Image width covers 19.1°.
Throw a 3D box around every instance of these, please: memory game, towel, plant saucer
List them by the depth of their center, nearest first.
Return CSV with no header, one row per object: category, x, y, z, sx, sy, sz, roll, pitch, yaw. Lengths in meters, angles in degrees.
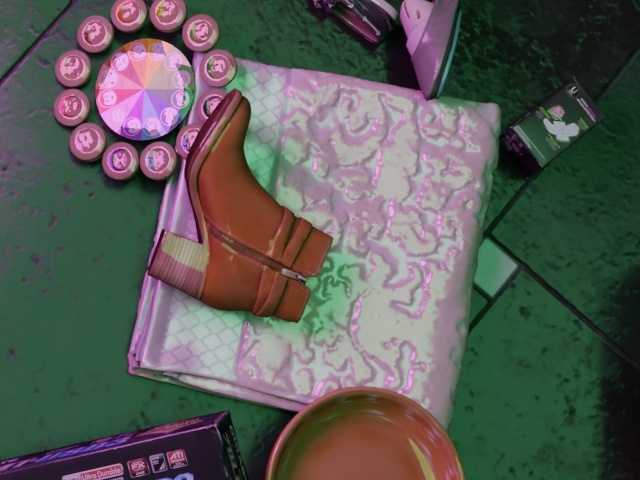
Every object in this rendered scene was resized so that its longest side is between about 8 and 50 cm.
plant saucer,0.039,0.235,1.739,0.200,0.037,0.200,5,77,-22
memory game,-0.167,-0.145,1.791,0.186,0.012,0.186,-2,81,13
towel,0.000,0.000,1.814,0.317,0.053,0.332,12,82,-8

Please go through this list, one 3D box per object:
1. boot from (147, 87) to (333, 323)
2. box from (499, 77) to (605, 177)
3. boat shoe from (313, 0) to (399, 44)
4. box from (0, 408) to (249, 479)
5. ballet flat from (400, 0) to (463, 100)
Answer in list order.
boot,-0.057,-0.028,1.742,0.152,0.073,0.197,19,101,-10
box,0.225,-0.110,1.856,0.083,0.062,0.052,-37,88,-11
boat shoe,0.016,-0.236,1.849,0.125,0.046,0.038,33,75,-12
box,-0.187,0.324,1.672,0.295,0.073,0.293,-14,94,8
ballet flat,0.111,-0.231,1.842,0.068,0.072,0.213,20,65,-1
